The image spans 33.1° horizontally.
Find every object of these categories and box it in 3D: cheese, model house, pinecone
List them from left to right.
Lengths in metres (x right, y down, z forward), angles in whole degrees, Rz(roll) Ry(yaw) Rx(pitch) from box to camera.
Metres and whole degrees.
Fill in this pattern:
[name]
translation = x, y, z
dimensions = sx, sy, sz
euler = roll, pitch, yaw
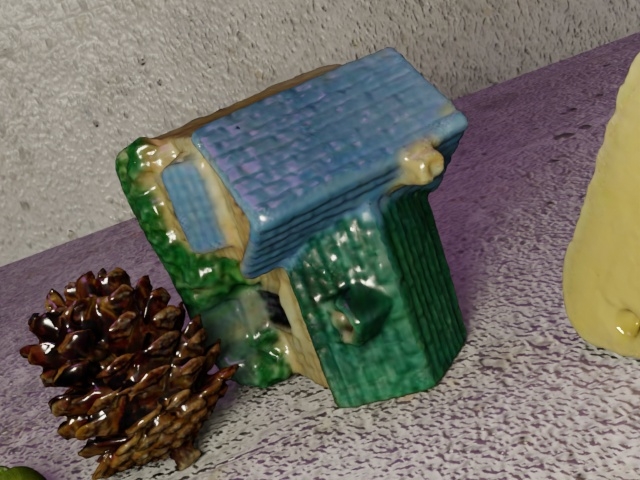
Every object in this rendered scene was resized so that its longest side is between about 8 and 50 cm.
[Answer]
[pinecone]
translation = -0.230, 0.156, 1.300
dimensions = 0.224, 0.272, 0.224
euler = -32, -11, -7
[model house]
translation = 0.000, 0.000, 1.317
dimensions = 0.335, 0.382, 0.343
euler = -27, 18, -22
[cheese]
translation = 0.419, 0.017, 1.070
dimensions = 0.104, 0.383, 0.384
euler = -20, 16, -28

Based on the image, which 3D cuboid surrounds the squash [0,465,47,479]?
[squash]
translation = -0.331, 0.318, 1.209
dimensions = 0.080, 0.071, 0.318
euler = -7, 17, -17
